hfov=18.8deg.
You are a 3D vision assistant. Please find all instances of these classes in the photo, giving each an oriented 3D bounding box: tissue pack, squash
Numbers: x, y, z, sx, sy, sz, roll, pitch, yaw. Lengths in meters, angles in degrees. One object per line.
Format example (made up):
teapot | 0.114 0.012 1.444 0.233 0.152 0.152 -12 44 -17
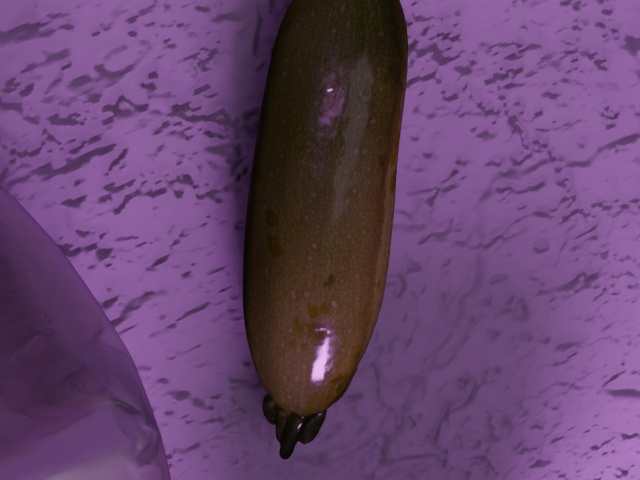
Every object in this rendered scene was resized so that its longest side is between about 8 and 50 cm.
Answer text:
tissue pack | -0.182 0.182 1.022 0.194 0.266 0.356 -19 126 -18
squash | 0.000 0.000 1.126 0.094 0.094 0.341 -7 123 -26
